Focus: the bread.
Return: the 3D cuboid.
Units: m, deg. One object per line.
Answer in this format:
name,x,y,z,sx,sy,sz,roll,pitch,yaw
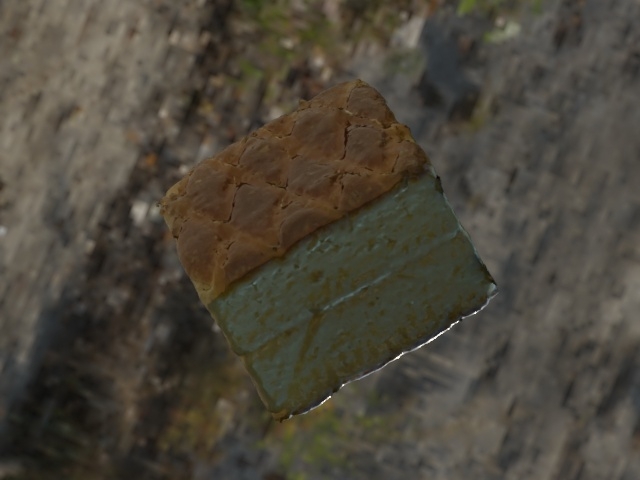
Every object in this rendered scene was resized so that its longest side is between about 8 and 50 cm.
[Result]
bread,0.000,0.000,1.971,0.207,0.279,0.279,60,2,-32
